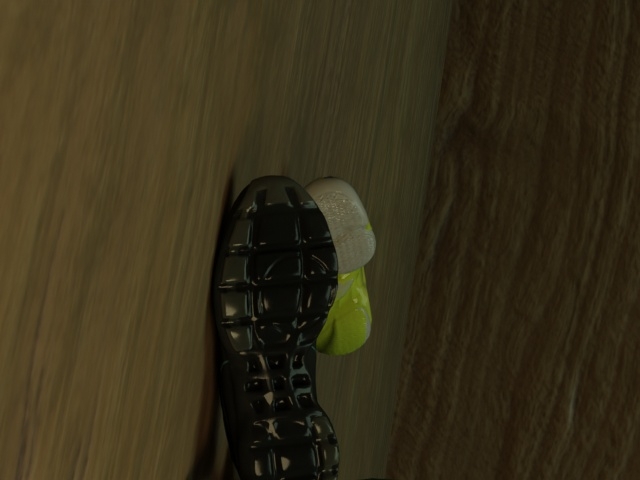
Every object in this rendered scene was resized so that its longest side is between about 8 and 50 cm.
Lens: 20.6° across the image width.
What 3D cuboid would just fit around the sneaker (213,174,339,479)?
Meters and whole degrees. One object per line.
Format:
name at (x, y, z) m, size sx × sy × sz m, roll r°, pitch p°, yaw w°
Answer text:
sneaker at (-0.047, 0.080, 1.368) m, size 0.106 × 0.101 × 0.267 m, roll -159°, pitch -113°, yaw -67°

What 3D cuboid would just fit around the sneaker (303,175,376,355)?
sneaker at (0.000, 0.000, 1.713) m, size 0.240 × 0.091 × 0.126 m, roll 90°, pitch -8°, yaw -48°

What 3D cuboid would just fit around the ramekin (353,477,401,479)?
ramekin at (0.072, 0.361, 1.614) m, size 0.148 × 0.303 × 0.303 m, roll 6°, pitch -92°, yaw 58°
